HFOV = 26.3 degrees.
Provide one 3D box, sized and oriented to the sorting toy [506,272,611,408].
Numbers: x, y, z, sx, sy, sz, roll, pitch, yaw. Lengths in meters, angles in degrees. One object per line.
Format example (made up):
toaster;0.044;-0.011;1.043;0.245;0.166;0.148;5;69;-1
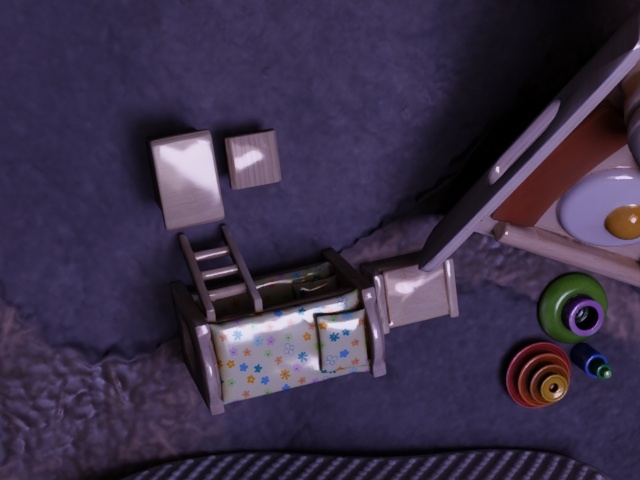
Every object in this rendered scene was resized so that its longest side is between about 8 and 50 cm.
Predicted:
sorting toy;0.172;0.076;0.941;0.061;0.042;0.102;27;96;-21

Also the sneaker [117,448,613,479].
sneaker;0.024;0.225;0.892;0.366;0.135;0.150;2;101;-16

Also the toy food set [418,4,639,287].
toy food set;0.245;-0.011;0.848;0.306;0.092;0.219;18;136;-23

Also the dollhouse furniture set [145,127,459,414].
dollhouse furniture set;0.000;0.000;0.839;0.182;0.101;0.160;-13;108;-12
